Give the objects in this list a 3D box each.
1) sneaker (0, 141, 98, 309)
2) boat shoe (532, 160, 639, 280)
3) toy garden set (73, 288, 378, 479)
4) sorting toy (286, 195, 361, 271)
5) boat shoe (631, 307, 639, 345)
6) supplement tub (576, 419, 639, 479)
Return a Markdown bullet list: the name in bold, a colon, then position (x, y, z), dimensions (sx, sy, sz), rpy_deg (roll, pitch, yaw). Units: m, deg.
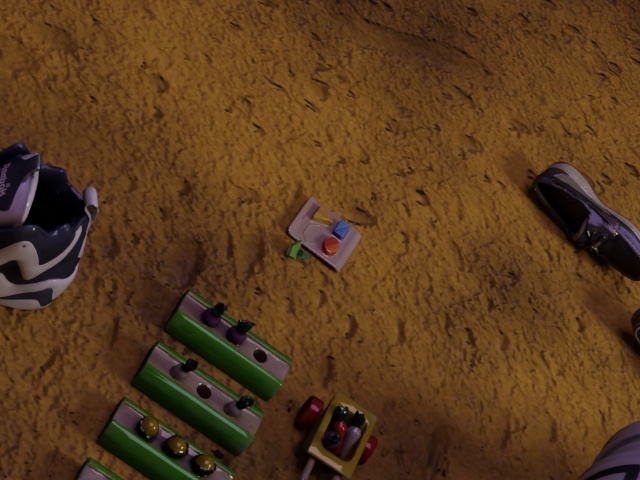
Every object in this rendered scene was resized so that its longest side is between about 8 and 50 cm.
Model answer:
- **sneaker**: position (-0.274, -0.025, 1.404), dimensions (0.235, 0.153, 0.094), rpy_deg (16, 49, -26)
- **boat shoe**: position (0.270, -0.012, 1.872), dimensions (0.152, 0.056, 0.049), rpy_deg (45, 47, 16)
- **toy garden set**: position (-0.063, 0.167, 1.485), dimensions (0.204, 0.049, 0.244), rpy_deg (35, 44, -8)
- **sorting toy**: position (0.000, 0.000, 1.689), dimensions (0.062, 0.012, 0.083), rpy_deg (40, 43, -5)
- **boat shoe**: position (0.374, 0.134, 1.821), dimensions (0.183, 0.066, 0.066), rpy_deg (37, 45, -6)
- **supplement tub**: position (0.263, 0.289, 1.500), dimensions (0.191, 0.191, 0.272), rpy_deg (40, 43, -4)
